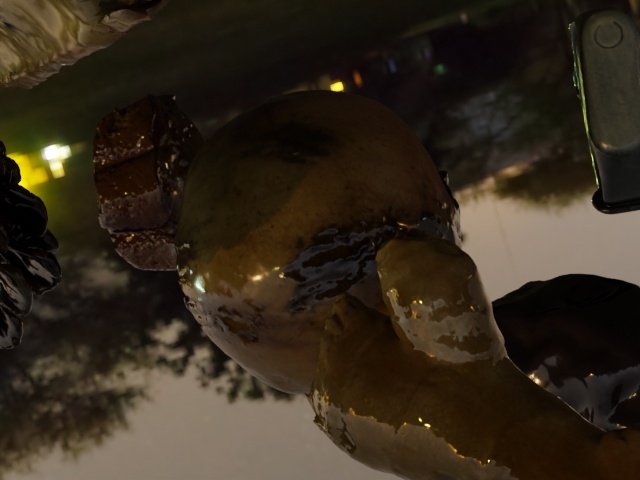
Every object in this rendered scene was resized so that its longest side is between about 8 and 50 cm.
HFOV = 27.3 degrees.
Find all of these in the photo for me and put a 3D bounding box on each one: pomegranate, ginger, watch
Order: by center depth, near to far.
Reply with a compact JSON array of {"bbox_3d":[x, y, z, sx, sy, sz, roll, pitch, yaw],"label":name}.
[{"bbox_3d":[0.117,0.122,0.581,0.065,0.299,0.118,-31,158,-53],"label":"ginger"},{"bbox_3d":[0.000,0.000,1.298,0.322,0.322,0.322,-17,-175,1],"label":"pomegranate"},{"bbox_3d":[0.293,-0.130,1.323,0.068,0.206,0.193,-9,168,10],"label":"watch"}]

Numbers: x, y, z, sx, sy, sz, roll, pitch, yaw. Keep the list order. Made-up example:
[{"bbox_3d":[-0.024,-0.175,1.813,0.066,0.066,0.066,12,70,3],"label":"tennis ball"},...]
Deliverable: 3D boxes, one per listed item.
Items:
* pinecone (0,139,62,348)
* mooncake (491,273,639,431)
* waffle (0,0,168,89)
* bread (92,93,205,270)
[{"bbox_3d":[-0.330,0.018,1.013,0.244,0.244,0.309,-12,-141,48],"label":"pinecone"},{"bbox_3d":[0.221,0.170,1.130,0.141,0.283,0.283,-29,-169,-41],"label":"mooncake"},{"bbox_3d":[-0.014,-0.189,0.467,0.308,0.091,0.213,-48,-162,-14],"label":"waffle"},{"bbox_3d":[-0.211,-0.084,1.729,0.135,0.232,0.246,-10,-149,9],"label":"bread"}]
